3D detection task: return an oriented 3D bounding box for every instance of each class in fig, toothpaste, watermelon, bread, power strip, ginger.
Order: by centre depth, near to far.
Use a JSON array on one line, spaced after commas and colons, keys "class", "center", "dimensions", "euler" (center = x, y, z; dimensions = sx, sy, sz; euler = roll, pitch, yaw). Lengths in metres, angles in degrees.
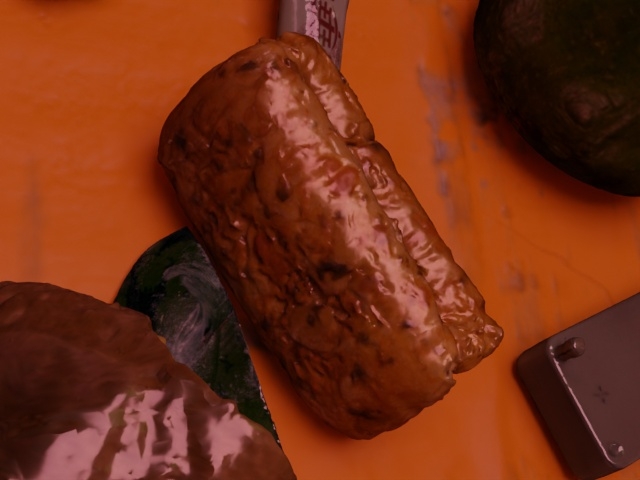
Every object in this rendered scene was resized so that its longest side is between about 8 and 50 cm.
[{"class": "ginger", "center": [-0.157, 0.133, 0.524], "dimensions": [0.219, 0.123, 0.270], "euler": [38, 64, 18]}, {"class": "watermelon", "center": [-0.071, 0.064, 0.646], "dimensions": [0.101, 0.080, 0.155], "euler": [-14, 77, 5]}, {"class": "bread", "center": [0.000, 0.000, 0.670], "dimensions": [0.083, 0.114, 0.211], "euler": [-30, 85, -50]}, {"class": "toothpaste", "center": [-0.003, -0.156, 0.755], "dimensions": [0.060, 0.038, 0.233], "euler": [13, 75, -29]}, {"class": "fig", "center": [0.230, -0.145, 0.775], "dimensions": [0.203, 0.235, 0.203], "euler": [13, 63, -27]}, {"class": "power strip", "center": [0.239, 0.092, 0.783], "dimensions": [0.216, 0.061, 0.145], "euler": [-22, 80, -32]}]
